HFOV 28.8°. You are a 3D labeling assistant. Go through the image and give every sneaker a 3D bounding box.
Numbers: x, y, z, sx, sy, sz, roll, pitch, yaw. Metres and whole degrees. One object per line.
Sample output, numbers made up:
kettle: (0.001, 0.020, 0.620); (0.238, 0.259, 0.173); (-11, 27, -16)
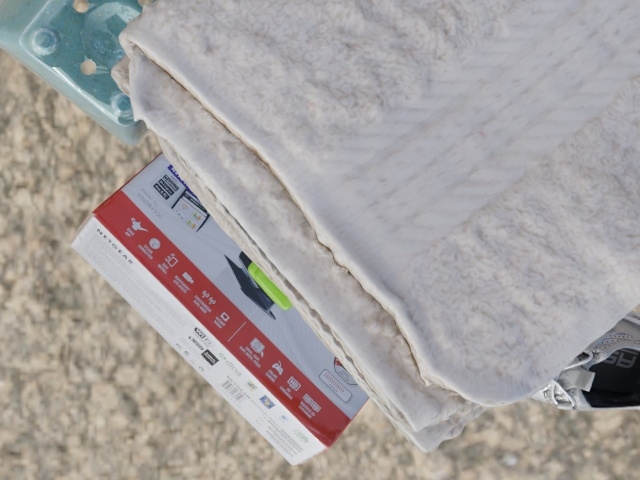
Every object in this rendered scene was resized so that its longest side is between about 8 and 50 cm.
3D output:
sneaker: (0.198, 0.092, 1.094); (0.281, 0.115, 0.105); (6, 108, -18)

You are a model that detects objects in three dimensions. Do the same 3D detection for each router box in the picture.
router box: (-0.045, 0.018, 1.348); (0.335, 0.301, 0.082); (45, 144, -3)

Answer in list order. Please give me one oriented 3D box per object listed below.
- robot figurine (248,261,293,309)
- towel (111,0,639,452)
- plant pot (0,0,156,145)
robot figurine: (0.000, 0.000, 0.956); (0.115, 0.101, 0.067); (-41, 105, -4)
towel: (0.081, -0.074, 0.460); (0.282, 0.049, 0.187); (-40, 85, -21)
plant pot: (-0.219, -0.251, 1.365); (0.248, 0.252, 0.247); (39, 101, -20)
